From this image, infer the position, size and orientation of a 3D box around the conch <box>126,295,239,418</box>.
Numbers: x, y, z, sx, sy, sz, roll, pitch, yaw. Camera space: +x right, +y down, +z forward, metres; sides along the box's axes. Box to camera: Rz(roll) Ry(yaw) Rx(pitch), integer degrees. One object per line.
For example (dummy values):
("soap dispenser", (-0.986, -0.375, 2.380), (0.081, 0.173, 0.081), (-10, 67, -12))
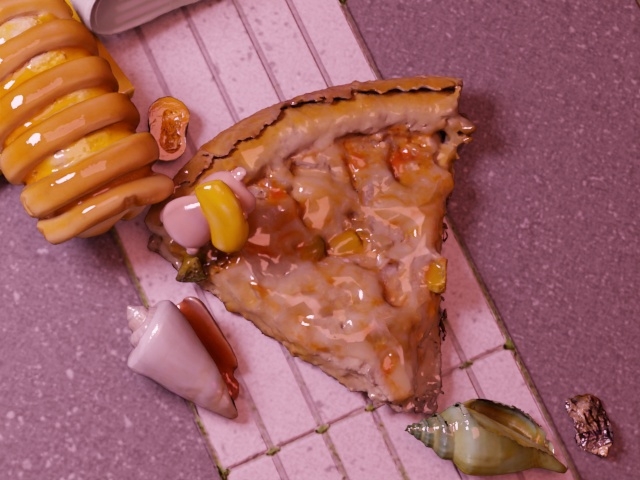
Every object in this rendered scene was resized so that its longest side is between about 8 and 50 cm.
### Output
("conch", (-0.151, 0.129, 1.695), (0.176, 0.094, 0.104), (31, 26, -7))

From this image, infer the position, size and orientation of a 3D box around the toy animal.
("toy animal", (-0.119, -0.033, 1.691), (0.091, 0.114, 0.082), (46, 36, -19))

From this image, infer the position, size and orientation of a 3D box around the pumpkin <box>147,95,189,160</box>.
("pumpkin", (-0.187, -0.132, 1.802), (0.050, 0.028, 0.083), (7, 72, -6))

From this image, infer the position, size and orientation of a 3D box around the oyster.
("oyster", (0.335, 0.227, 1.817), (0.054, 0.019, 0.083), (-14, 76, -18))

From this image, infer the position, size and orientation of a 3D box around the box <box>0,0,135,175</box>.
("box", (-0.373, -0.169, 1.760), (0.269, 0.043, 0.152), (-33, 83, -21))

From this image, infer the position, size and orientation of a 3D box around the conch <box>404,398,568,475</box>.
("conch", (0.197, 0.233, 1.755), (0.201, 0.079, 0.095), (6, 57, -29))

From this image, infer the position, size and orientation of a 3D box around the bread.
("bread", (-0.306, -0.152, 1.686), (0.173, 0.121, 0.311), (-29, 81, -21))

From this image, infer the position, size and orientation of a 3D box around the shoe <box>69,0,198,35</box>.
("shoe", (-0.179, -0.390, 1.845), (0.363, 0.132, 0.160), (-31, 65, -25))

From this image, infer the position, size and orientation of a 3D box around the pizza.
("pizza", (-0.013, -0.029, 1.785), (0.392, 0.080, 0.435), (10, 69, -10))
